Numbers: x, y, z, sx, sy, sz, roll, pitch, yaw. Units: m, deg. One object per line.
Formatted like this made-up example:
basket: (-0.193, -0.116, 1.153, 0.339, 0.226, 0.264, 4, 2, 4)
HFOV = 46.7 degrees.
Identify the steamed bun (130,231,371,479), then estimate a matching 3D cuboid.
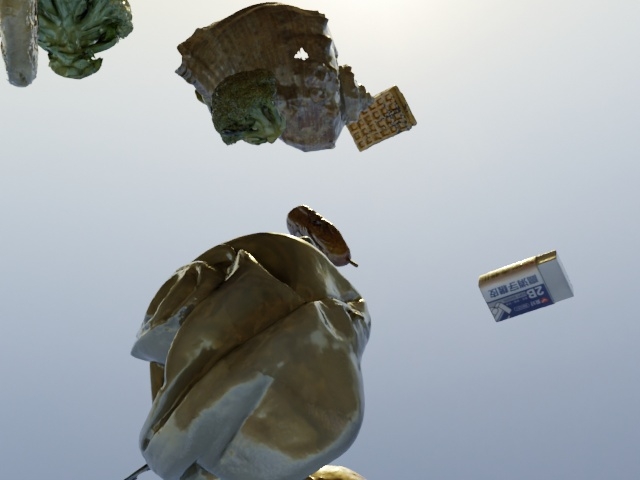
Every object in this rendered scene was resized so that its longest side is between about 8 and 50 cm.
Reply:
steamed bun: (-0.116, 0.143, 1.010, 0.343, 0.255, 0.367, -28, -154, 27)

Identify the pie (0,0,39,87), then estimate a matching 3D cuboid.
pie: (-0.577, -0.461, 1.420, 0.075, 0.337, 0.337, 1, -159, -23)

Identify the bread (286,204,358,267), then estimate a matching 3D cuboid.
bread: (0.002, -0.001, 2.148, 0.084, 0.124, 0.344, -30, -141, -17)

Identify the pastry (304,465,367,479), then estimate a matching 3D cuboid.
pastry: (-0.012, 0.689, 1.604, 0.410, 0.409, 0.245, 6, 177, 33)

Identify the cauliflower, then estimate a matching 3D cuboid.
cauliflower: (-0.584, -0.498, 1.736, 0.275, 0.250, 0.272, -6, -174, 24)

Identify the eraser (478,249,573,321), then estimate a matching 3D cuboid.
eraser: (0.525, 0.118, 1.902, 0.210, 0.124, 0.068, -22, -164, 23)

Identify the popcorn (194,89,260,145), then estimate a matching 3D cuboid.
popcorn: (-0.190, -0.343, 1.738, 0.252, 0.205, 0.237, 22, -175, 5)

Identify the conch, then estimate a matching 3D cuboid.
conch: (-0.064, -0.322, 1.320, 0.352, 0.210, 0.297, 21, -132, -25)

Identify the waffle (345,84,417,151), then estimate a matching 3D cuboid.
waffle: (0.127, -0.266, 1.624, 0.148, 0.102, 0.042, -21, -170, 37)

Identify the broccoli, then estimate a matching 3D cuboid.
broccoli: (-0.107, -0.198, 1.124, 0.130, 0.120, 0.131, -53, -168, -8)

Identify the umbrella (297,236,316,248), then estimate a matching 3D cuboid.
umbrella: (-0.150, 0.061, 1.554, 0.349, 0.094, 0.143, -16, 171, 37)

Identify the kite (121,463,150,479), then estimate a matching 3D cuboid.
kite: (-0.482, 0.605, 1.883, 0.368, 0.014, 0.406, -18, 162, -50)
